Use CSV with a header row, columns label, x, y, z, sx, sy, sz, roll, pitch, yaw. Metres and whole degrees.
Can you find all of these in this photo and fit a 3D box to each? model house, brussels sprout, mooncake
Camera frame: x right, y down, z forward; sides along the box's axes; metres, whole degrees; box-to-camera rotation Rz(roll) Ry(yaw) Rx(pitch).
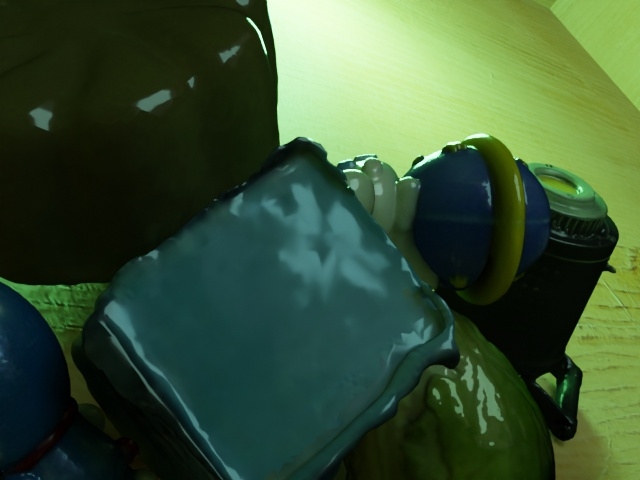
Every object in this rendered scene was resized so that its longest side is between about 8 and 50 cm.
label,x,y,z,sx,sy,sz,roll,pitch,yaw
model house,-0.068,0.087,0.981,0.237,0.303,0.215,-40,94,-19
brussels sprout,0.117,0.193,1.150,0.219,0.210,0.271,-66,139,-54
mooncake,-0.218,-0.142,1.117,0.378,0.201,0.378,0,40,0

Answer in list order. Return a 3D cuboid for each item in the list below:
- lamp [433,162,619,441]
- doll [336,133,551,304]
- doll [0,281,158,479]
label,x,y,z,sx,sy,sz,roll,pitch,yaw
lamp,0.279,0.039,1.582,0.374,0.272,0.205,40,27,-2
doll,0.084,-0.012,1.148,0.242,0.160,0.311,-13,8,-17
doll,-0.238,0.145,0.888,0.257,0.161,0.215,53,10,-11
